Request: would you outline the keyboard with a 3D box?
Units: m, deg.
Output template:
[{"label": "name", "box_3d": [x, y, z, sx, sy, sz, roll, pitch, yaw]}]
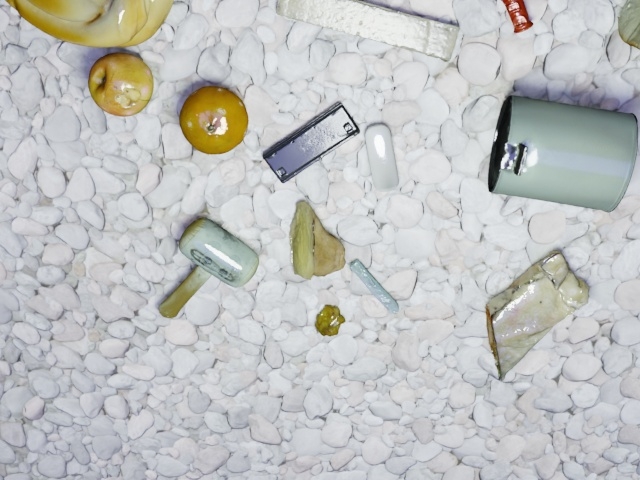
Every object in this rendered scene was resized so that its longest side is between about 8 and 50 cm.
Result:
[{"label": "keyboard", "box_3d": [-0.022, -0.225, 1.635, 0.230, 0.025, 0.093, -31, 107, 15]}]

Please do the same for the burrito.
[{"label": "burrito", "box_3d": [0.513, 0.181, 1.754, 0.175, 0.107, 0.347, 41, 108, 2]}]

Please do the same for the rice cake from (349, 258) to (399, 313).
[{"label": "rice cake", "box_3d": [0.138, 0.120, 1.771, 0.030, 0.042, 0.180, -38, 108, 14]}]

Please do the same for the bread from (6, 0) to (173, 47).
[{"label": "bread", "box_3d": [-0.495, -0.572, 1.381, 0.424, 0.245, 0.329, 39, 109, -10]}]

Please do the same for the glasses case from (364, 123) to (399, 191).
[{"label": "glasses case", "box_3d": [0.144, -0.192, 1.634, 0.063, 0.041, 0.164, -10, 113, 8]}]

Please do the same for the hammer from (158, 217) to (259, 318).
[{"label": "hammer", "box_3d": [-0.308, 0.096, 1.750, 0.202, 0.113, 0.305, 38, 115, -10]}]

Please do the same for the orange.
[{"label": "orange", "box_3d": [-0.240, -0.269, 1.571, 0.156, 0.124, 0.156, 2, 116, 4]}]

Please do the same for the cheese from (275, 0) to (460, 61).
[{"label": "cheese", "box_3d": [0.103, -0.477, 1.515, 0.401, 0.034, 0.085, 15, 113, -4]}]

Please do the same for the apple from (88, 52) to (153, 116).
[{"label": "apple", "box_3d": [-0.443, -0.345, 1.536, 0.147, 0.146, 0.146, 1, 114, 2]}]

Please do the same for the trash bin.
[{"label": "trash bin", "box_3d": [0.516, -0.188, 1.510, 0.263, 0.277, 0.217, 10, 113, 6]}]

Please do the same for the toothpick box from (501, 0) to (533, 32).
[{"label": "toothpick box", "box_3d": [0.422, -0.488, 1.490, 0.047, 0.047, 0.083, -25, 110, 12]}]

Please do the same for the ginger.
[{"label": "ginger", "box_3d": [-0.002, -0.003, 1.705, 0.123, 0.115, 0.193, -8, 107, -18]}]

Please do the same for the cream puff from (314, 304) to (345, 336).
[{"label": "cream puff", "box_3d": [0.023, 0.213, 1.807, 0.083, 0.058, 0.083, -20, 109, 12]}]

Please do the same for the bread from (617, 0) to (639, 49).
[{"label": "bread", "box_3d": [0.779, -0.461, 1.390, 0.279, 0.250, 0.224, 7, 121, -7]}]
